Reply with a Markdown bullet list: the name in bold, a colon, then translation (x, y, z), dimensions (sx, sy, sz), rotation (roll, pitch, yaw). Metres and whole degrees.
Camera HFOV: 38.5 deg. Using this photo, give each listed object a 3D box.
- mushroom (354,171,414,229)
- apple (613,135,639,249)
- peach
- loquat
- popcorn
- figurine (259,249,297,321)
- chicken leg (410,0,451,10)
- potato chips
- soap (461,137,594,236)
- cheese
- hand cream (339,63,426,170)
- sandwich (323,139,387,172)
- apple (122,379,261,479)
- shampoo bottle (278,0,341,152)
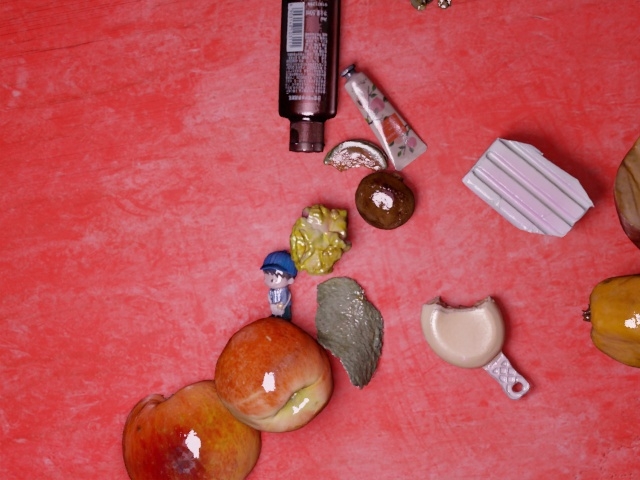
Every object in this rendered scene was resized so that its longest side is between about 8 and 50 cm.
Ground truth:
- **mushroom**: translation (0.131, -0.079, 1.870), dimensions (0.127, 0.087, 0.127), rotation (7, 110, 21)
- **apple**: translation (0.744, -0.088, 1.700), dimensions (0.329, 0.295, 0.365), rotation (35, 86, -23)
- **peach**: translation (-0.101, 0.262, 1.830), dimensions (0.232, 0.256, 0.232), rotation (-13, 118, -25)
- **loquat**: translation (0.614, 0.149, 1.758), dimensions (0.234, 0.176, 0.187), rotation (7, 122, 36)
- **popcorn**: translation (0.000, 0.000, 1.856), dimensions (0.126, 0.126, 0.145), rotation (4, 66, -1)
- **figurine**: translation (-0.083, 0.096, 1.888), dimensions (0.087, 0.086, 0.149), rotation (-11, 101, -29)
- **chicken leg**: translation (0.147, -0.651, 1.839), dimensions (0.201, 0.153, 0.429), rotation (-27, 95, 18)
- **potato chips**: translation (0.055, 0.182, 1.862), dimensions (0.167, 0.059, 0.228), rotation (-30, 82, -35)
- **soap**: translation (0.415, -0.101, 1.828), dimensions (0.230, 0.091, 0.145), rotation (40, 97, 4)
- **cheese**: translation (0.308, 0.222, 1.851), dimensions (0.163, 0.071, 0.249), rotation (-21, 89, 6)
- **hand cream**: translation (0.122, -0.258, 1.884), dimensions (0.080, 0.050, 0.234), rotation (-37, 93, 1)
- **sandwich**: translation (0.072, -0.175, 1.893), dimensions (0.135, 0.029, 0.067), rotation (-1, 90, 7)
- **apple**: translation (-0.278, 0.423, 1.869), dimensions (0.293, 0.163, 0.251), rotation (-27, 89, 4)
- **shampoo bottle**: translation (-0.023, -0.343, 1.877), dimensions (0.129, 0.084, 0.323), rotation (1, 91, 10)
